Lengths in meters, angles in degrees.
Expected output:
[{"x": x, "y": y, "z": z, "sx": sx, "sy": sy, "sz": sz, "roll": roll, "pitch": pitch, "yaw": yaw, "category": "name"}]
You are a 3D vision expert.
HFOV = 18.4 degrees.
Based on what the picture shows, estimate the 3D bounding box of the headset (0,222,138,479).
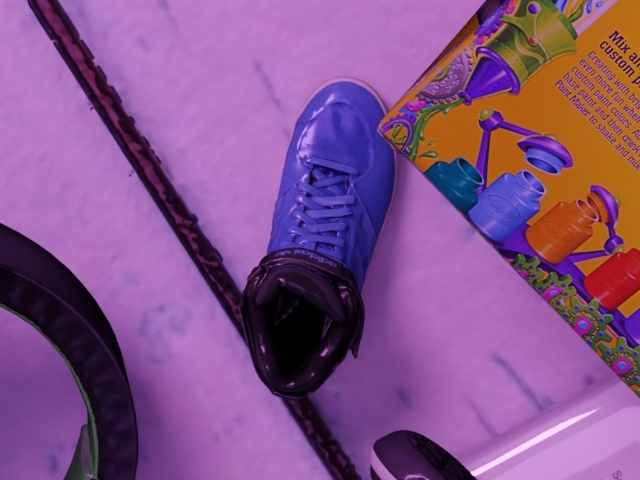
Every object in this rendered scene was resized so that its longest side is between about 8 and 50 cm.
[{"x": -0.282, "y": 0.068, "z": 0.900, "sx": 0.394, "sy": 0.185, "sz": 0.243, "roll": 11, "pitch": 116, "yaw": -22, "category": "headset"}]

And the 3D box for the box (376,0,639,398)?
[{"x": 0.236, "y": -0.056, "z": 0.812, "sx": 0.290, "sy": 0.177, "sz": 0.279, "roll": 46, "pitch": 121, "yaw": -4, "category": "box"}]

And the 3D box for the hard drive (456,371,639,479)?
[{"x": 0.092, "y": 0.225, "z": 0.964, "sx": 0.353, "sy": 0.047, "sz": 0.233, "roll": -30, "pitch": 95, "yaw": 4, "category": "hard drive"}]

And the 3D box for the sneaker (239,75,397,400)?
[{"x": 0.001, "y": 0.000, "z": 0.919, "sx": 0.058, "sy": 0.084, "sz": 0.152, "roll": 15, "pitch": 97, "yaw": 0, "category": "sneaker"}]

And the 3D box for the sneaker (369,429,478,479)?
[{"x": 0.071, "y": 0.200, "z": 0.895, "sx": 0.097, "sy": 0.084, "sz": 0.234, "roll": -31, "pitch": 95, "yaw": 6, "category": "sneaker"}]
